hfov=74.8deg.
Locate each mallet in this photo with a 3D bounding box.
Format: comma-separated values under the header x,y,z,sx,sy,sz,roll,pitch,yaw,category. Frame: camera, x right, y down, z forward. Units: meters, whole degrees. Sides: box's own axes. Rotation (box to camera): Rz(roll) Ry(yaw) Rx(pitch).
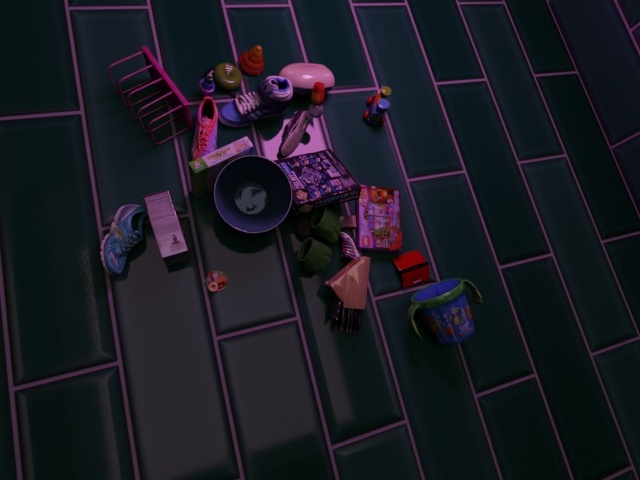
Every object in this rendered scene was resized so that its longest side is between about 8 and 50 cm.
x,y,z,sx,sy,sz,roll,pitch,yaw,category
-0.436,-0.686,1.859,0.062,0.039,0.190,-42,92,-23,mallet

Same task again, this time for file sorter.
x,y,z,sx,sy,sz,roll,pitch,yaw,category
-0.676,-0.563,1.672,0.182,0.202,0.291,-36,86,-18,file sorter

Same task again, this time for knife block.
x,y,z,sx,sy,sz,roll,pitch,yaw,category
0.142,0.231,1.703,0.275,0.088,0.242,-39,100,-15,knife block

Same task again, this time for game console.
x,y,z,sx,sy,sz,roll,pitch,yaw,category
0.401,0.127,1.861,0.143,0.085,0.124,-17,111,-18,game console

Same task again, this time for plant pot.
x,y,z,sx,sy,sz,roll,pitch,yaw,category
-0.270,-0.174,1.654,0.289,0.195,0.291,0,91,-13,plant pot

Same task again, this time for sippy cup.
x,y,z,sx,sy,sz,roll,pitch,yaw,category
0.525,0.304,1.744,0.305,0.240,0.224,-24,93,19,sippy cup

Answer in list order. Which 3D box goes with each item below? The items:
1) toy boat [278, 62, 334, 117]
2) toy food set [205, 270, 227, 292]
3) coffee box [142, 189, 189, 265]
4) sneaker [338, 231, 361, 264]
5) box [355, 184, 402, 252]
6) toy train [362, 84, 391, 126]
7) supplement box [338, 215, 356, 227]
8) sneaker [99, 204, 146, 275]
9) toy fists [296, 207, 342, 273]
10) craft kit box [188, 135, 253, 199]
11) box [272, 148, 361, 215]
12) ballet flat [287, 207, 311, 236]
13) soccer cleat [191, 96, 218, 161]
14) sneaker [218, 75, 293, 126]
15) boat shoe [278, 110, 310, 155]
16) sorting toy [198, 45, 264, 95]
x,y,z,sx,sy,sz,roll,pitch,yaw,category
-0.052,-0.682,1.880,0.267,0.148,0.318,-5,43,-17,toy boat
-0.406,0.157,1.632,0.083,0.020,0.083,-18,80,-19,toy food set
-0.578,-0.045,1.581,0.098,0.141,0.247,-18,79,-19,coffee box
0.111,0.046,1.779,0.074,0.063,0.171,-28,88,-26,sneaker
0.258,-0.094,1.861,0.200,0.057,0.294,4,74,-13,box
0.291,-0.684,1.992,0.105,0.143,0.248,18,71,-10,toy train
0.110,-0.078,1.825,0.083,0.043,0.055,-1,76,-16,supplement box
-0.716,-0.007,1.532,0.109,0.107,0.276,3,72,18,sneaker
0.000,0.000,1.726,0.142,0.096,0.279,36,66,-39,toy fists
-0.389,-0.279,1.639,0.246,0.250,0.061,-34,84,-22,craft kit box
-0.026,-0.255,1.753,0.293,0.073,0.296,-18,51,-20,box
-0.108,-0.128,1.777,0.250,0.084,0.058,59,26,10,ballet flat
-0.476,-0.438,1.731,0.108,0.116,0.319,4,73,-14,soccer cleat
-0.271,-0.605,1.769,0.322,0.236,0.130,-17,79,-19,sneaker
-0.128,-0.479,1.870,0.079,0.084,0.233,19,74,27,boat shoe
-0.371,-0.756,1.821,0.127,0.126,0.365,50,60,-6,sorting toy
